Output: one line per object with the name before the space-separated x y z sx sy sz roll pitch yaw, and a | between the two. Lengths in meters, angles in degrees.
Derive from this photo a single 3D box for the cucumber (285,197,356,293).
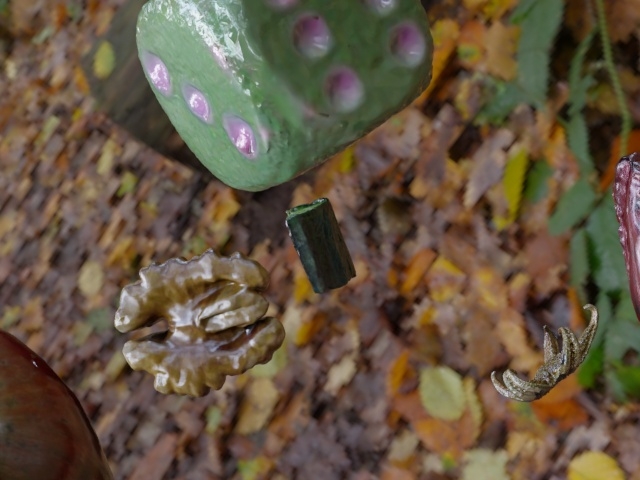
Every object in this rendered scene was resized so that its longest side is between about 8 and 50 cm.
cucumber | 0.000 0.000 1.713 0.062 0.115 0.116 -17 16 6

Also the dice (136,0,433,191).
dice | -0.051 -0.277 1.916 0.318 0.322 0.330 -36 12 -24

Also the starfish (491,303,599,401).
starfish | 0.347 0.173 1.995 0.190 0.074 0.146 -41 -5 0

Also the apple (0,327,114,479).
apple | -0.299 0.236 0.853 0.365 0.295 0.329 -45 -16 5

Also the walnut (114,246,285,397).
walnut | -0.118 0.081 1.333 0.170 0.143 0.069 -13 3 15

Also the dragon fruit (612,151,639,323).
dragon fruit | 0.506 -0.004 1.700 0.302 0.330 0.240 -36 -25 -3
